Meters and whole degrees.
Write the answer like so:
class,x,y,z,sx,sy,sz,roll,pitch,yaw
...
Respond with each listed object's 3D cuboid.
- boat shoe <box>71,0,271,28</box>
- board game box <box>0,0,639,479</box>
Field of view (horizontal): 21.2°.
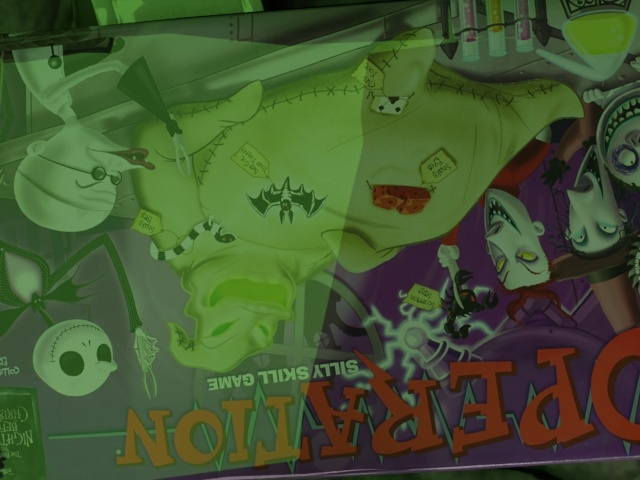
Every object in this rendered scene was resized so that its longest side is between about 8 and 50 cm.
class,x,y,z,sx,sy,sz,roll,pitch,yaw
boat shoe,-0.065,-0.073,0.825,0.109,0.091,0.305,-9,93,-1
board game box,0.000,0.000,0.756,0.346,0.056,0.208,-5,99,4
